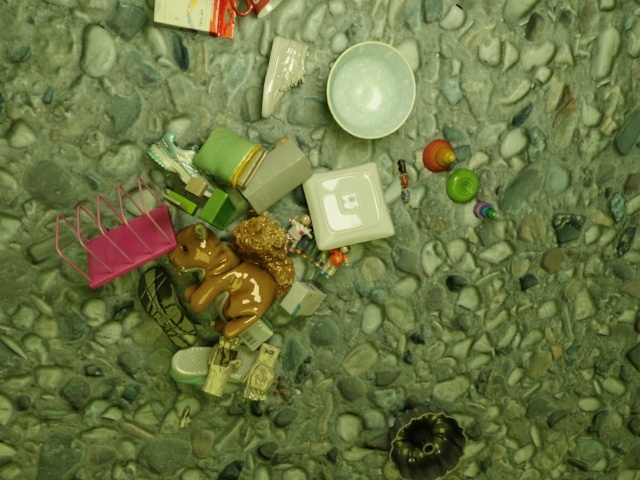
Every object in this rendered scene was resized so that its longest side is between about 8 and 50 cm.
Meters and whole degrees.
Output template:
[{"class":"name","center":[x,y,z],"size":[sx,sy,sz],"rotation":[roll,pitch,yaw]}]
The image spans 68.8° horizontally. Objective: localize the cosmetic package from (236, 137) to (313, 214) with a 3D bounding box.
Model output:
[{"class":"cosmetic package","center":[-0.152,-0.207,1.527],"size":[0.238,0.127,0.107],"rotation":[-38,63,-8]}]

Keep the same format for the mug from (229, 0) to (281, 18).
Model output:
[{"class":"mug","center":[-0.212,-0.768,1.399],"size":[0.169,0.113,0.150],"rotation":[51,55,-13]}]

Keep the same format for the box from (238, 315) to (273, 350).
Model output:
[{"class":"box","center":[-0.240,0.318,1.684],"size":[0.102,0.087,0.101],"rotation":[-40,107,1]}]

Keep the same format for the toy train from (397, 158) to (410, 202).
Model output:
[{"class":"toy train","center":[0.302,-0.213,1.674],"size":[0.027,0.036,0.158],"rotation":[-13,106,-7]}]

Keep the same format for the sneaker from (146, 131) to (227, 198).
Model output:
[{"class":"sneaker","center":[-0.409,-0.239,1.507],"size":[0.283,0.110,0.122],"rotation":[37,92,-16]}]

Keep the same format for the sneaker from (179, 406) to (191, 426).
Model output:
[{"class":"sneaker","center":[-0.503,0.664,1.758],"size":[0.037,0.032,0.083],"rotation":[16,106,-27]}]

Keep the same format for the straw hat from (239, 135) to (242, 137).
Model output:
[{"class":"straw hat","center":[-0.303,-0.279,1.534],"size":[0.144,0.144,0.061],"rotation":[-18,144,-5]}]

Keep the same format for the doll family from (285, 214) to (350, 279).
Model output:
[{"class":"doll family","center":[0.000,0.000,1.651],"size":[0.263,0.118,0.163],"rotation":[36,102,2]}]

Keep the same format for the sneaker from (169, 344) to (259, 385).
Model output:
[{"class":"sneaker","center":[-0.366,0.460,1.700],"size":[0.365,0.135,0.150],"rotation":[14,144,-24]}]

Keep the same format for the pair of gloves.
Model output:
[{"class":"pair of gloves","center":[-0.274,0.443,1.621],"size":[0.240,0.042,0.204],"rotation":[15,81,-17]}]

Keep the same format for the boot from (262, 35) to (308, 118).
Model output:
[{"class":"boot","center":[-0.110,-0.511,1.495],"size":[0.123,0.095,0.258],"rotation":[12,101,-6]}]

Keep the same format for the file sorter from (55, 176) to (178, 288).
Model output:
[{"class":"file sorter","center":[-0.628,-0.034,1.436],"size":[0.290,0.202,0.182],"rotation":[-27,140,-3]}]

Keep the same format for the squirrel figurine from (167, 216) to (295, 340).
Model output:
[{"class":"squirrel figurine","center":[-0.292,0.075,1.555],"size":[0.397,0.281,0.370],"rotation":[-36,96,-10]}]

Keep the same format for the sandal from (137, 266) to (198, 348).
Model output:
[{"class":"sandal","center":[-0.526,0.235,1.608],"size":[0.120,0.086,0.303],"rotation":[-28,96,-8]}]

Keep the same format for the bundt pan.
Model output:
[{"class":"bundt pan","center":[0.420,0.813,1.906],"size":[0.330,0.124,0.331],"rotation":[-2,103,-9]}]

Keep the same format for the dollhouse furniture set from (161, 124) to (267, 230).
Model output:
[{"class":"dollhouse furniture set","center":[-0.312,-0.208,1.386],"size":[0.197,0.151,0.302],"rotation":[28,82,7]}]

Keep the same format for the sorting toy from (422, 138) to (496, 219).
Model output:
[{"class":"sorting toy","center":[0.518,-0.206,1.669],"size":[0.127,0.126,0.365],"rotation":[-43,106,2]}]

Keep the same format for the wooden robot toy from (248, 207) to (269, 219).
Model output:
[{"class":"wooden robot toy","center":[-0.202,-0.081,1.596],"size":[0.076,0.079,0.173],"rotation":[-15,105,-6]}]

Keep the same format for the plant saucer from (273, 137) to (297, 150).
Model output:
[{"class":"plant saucer","center":[-0.117,-0.307,1.588],"size":[0.083,0.015,0.083],"rotation":[-2,104,-9]}]

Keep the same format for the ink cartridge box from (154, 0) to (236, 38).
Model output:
[{"class":"ink cartridge box","center":[-0.374,-0.702,1.412],"size":[0.231,0.078,0.134],"rotation":[5,103,-12]}]

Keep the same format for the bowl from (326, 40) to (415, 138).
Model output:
[{"class":"bowl","center":[0.148,-0.480,1.518],"size":[0.289,0.156,0.290],"rotation":[-2,104,-9]}]

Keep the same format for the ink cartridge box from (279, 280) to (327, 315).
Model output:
[{"class":"ink cartridge box","center":[-0.058,0.210,1.675],"size":[0.061,0.181,0.104],"rotation":[38,96,24]}]

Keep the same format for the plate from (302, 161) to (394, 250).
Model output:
[{"class":"plate","center":[0.097,-0.125,1.594],"size":[0.277,0.045,0.278],"rotation":[-12,79,-10]}]
